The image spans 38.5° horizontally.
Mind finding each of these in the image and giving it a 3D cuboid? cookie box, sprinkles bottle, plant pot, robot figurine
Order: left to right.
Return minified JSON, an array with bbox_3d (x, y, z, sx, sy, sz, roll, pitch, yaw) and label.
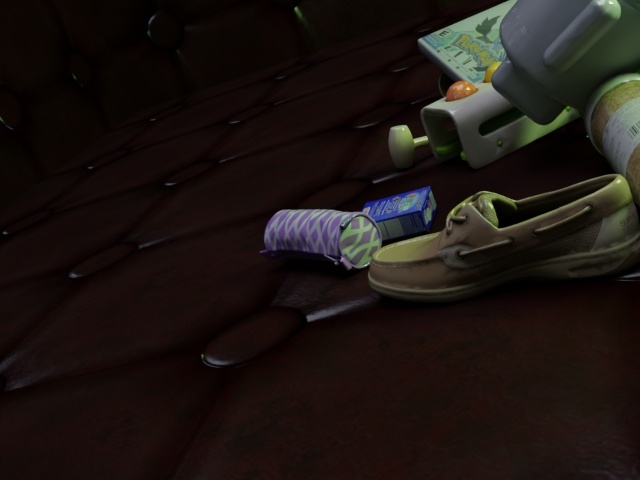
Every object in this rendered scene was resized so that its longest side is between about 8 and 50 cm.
[{"bbox_3d":[0.113,-0.036,1.375,0.107,0.040,0.092,-13,21,23],"label":"cookie box"},{"bbox_3d":[0.306,-0.337,1.945,0.083,0.083,0.079,-5,14,40],"label":"plant pot"},{"bbox_3d":[0.398,-0.329,1.315,0.353,0.200,0.300,-51,2,37],"label":"robot figurine"},{"bbox_3d":[0.416,-0.114,1.137,0.121,0.121,0.355,-17,20,12],"label":"sprinkles bottle"}]

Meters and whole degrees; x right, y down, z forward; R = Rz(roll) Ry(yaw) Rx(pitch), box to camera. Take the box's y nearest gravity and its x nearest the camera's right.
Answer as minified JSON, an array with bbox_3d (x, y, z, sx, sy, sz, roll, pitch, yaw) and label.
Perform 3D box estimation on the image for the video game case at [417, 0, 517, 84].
[{"bbox_3d":[0.401,-0.388,1.855,0.300,0.036,0.329,-24,40,-8],"label":"video game case"}]

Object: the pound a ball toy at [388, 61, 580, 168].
[{"bbox_3d":[0.282,-0.236,1.592,0.319,0.135,0.208,-26,20,-15],"label":"pound a ball toy"}]

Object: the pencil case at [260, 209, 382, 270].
[{"bbox_3d":[0.000,0.000,1.347,0.206,0.086,0.088,4,59,55],"label":"pencil case"}]

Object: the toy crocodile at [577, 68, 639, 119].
[{"bbox_3d":[0.563,-0.283,1.495,0.341,0.105,0.115,-25,20,-22],"label":"toy crocodile"}]

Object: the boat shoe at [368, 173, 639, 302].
[{"bbox_3d":[0.205,-0.008,1.094,0.341,0.110,0.121,-11,22,28],"label":"boat shoe"}]
